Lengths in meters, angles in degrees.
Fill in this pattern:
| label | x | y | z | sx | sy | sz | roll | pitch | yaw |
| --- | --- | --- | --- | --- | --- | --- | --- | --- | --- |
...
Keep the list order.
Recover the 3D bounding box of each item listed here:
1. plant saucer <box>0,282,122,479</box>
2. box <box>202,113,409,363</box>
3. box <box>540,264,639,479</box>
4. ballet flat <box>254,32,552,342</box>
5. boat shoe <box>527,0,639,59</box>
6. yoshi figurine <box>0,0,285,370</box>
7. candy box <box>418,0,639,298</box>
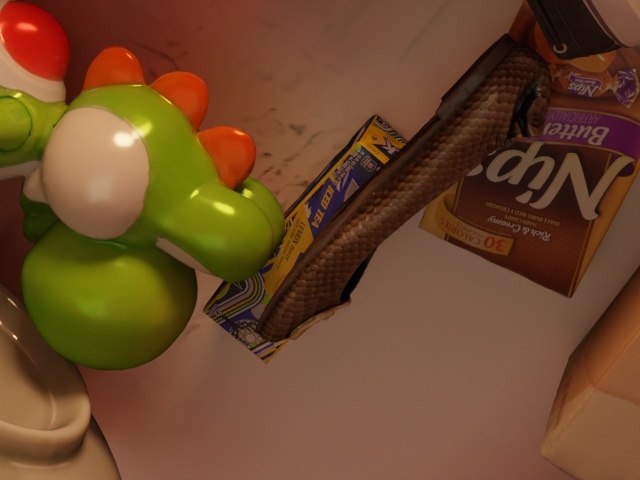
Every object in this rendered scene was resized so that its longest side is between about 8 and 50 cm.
| label | x | y | z | sx | sy | sz | roll | pitch | yaw |
| --- | --- | --- | --- | --- | --- | --- | --- | --- | --- |
| plant saucer | -0.253 | 0.084 | 1.201 | 0.400 | 0.400 | 0.100 | 38 | 103 | -4 |
| box | 0.000 | 0.000 | 1.274 | 0.059 | 0.054 | 0.169 | 40 | 117 | -5 |
| box | 0.270 | 0.023 | 1.161 | 0.121 | 0.148 | 0.311 | 33 | 117 | -1 |
| ballet flat | 0.051 | -0.019 | 1.180 | 0.058 | 0.084 | 0.250 | 41 | 110 | -4 |
| boat shoe | 0.103 | -0.190 | 1.070 | 0.076 | 0.080 | 0.228 | -21 | 124 | 30 |
| yoshi figurine | -0.207 | -0.037 | 1.239 | 0.362 | 0.203 | 0.203 | 28 | 146 | 6 |
| candy box | 0.147 | -0.069 | 1.205 | 0.109 | 0.053 | 0.186 | 25 | 119 | 2 |
